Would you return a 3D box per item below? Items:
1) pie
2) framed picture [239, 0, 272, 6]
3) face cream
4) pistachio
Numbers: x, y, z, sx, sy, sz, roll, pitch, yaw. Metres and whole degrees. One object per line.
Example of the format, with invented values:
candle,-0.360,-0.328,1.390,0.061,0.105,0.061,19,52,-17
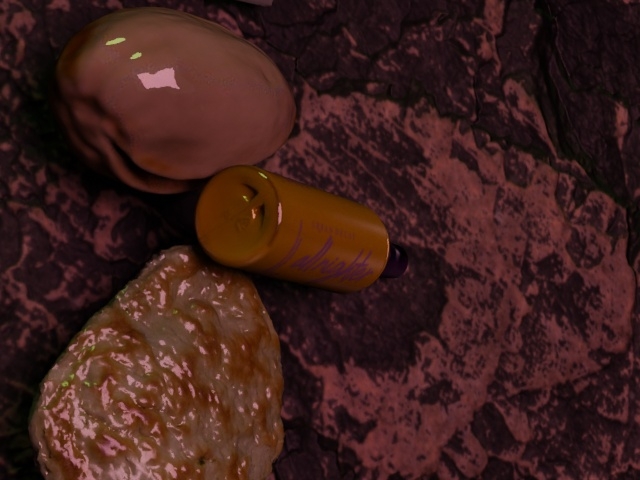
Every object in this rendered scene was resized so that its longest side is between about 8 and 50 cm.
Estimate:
pie,-0.115,0.128,1.318,0.201,0.090,0.248,57,45,-17
framed picture,-0.095,-0.347,1.398,0.232,0.019,0.296,9,104,-37
face cream,0.000,0.000,1.420,0.273,0.078,0.078,17,68,-61
pistachio,-0.112,-0.107,1.345,0.215,0.144,0.144,2,79,-52
